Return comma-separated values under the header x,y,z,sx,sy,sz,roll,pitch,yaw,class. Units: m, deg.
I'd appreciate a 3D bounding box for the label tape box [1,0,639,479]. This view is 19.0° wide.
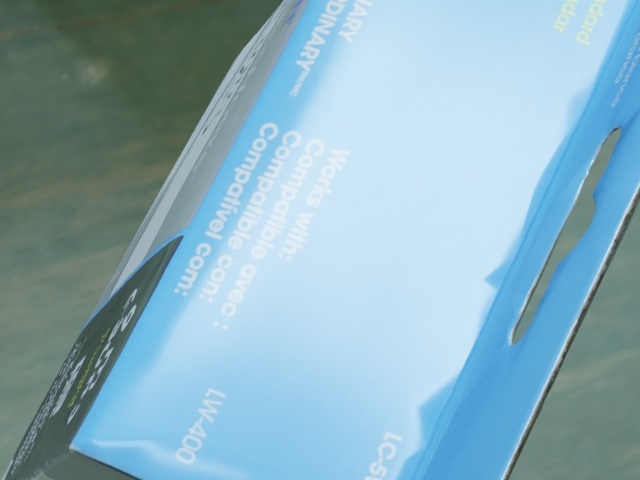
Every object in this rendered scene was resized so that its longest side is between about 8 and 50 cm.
x,y,z,sx,sy,sz,roll,pitch,yaw,class
0.000,0.000,0.691,0.106,0.333,0.241,30,71,-8,label tape box
